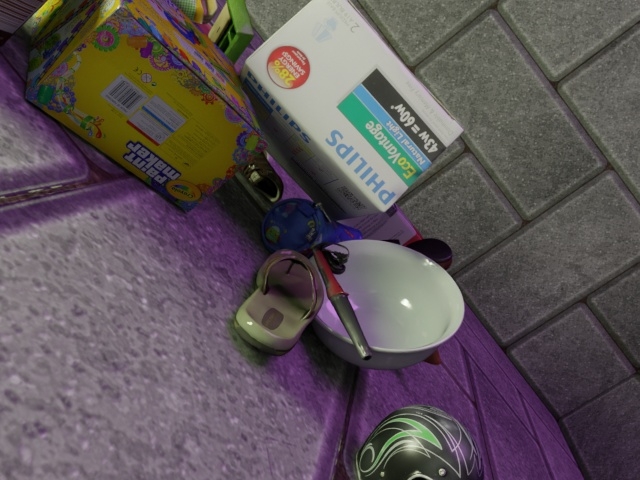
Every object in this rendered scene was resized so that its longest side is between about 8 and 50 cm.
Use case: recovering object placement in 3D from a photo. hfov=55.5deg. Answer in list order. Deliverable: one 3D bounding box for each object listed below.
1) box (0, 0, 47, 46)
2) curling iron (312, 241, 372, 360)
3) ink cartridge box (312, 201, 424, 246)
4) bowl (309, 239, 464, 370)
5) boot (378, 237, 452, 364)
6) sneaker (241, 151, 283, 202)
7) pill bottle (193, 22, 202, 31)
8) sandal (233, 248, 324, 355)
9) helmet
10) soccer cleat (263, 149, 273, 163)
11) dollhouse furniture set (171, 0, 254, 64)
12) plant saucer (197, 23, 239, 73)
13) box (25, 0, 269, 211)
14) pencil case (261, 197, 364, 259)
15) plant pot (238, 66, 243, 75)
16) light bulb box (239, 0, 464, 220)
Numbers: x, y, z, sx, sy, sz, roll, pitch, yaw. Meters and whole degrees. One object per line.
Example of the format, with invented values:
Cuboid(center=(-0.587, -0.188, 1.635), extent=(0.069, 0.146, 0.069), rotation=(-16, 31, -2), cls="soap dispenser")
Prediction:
Cuboid(center=(-0.426, -0.371, 0.703), extent=(0.203, 0.168, 0.167), rotation=(54, 13, 6), cls="box")
Cuboid(center=(0.041, 0.091, 1.029), extent=(0.274, 0.068, 0.035), rotation=(-109, -158, -50), cls="curling iron")
Cuboid(center=(0.121, -0.033, 1.606), extent=(0.273, 0.197, 0.114), rotation=(48, 13, -22), cls="ink cartridge box")
Cuboid(center=(0.102, 0.137, 1.121), extent=(0.298, 0.134, 0.297), rotation=(6, 38, -5), cls="bowl")
Cuboid(center=(0.207, 0.141, 1.309), extent=(0.096, 0.264, 0.280), rotation=(-20, 100, -36), cls="boot")
Cuboid(center=(-0.143, -0.161, 1.333), extent=(0.188, 0.066, 0.071), rotation=(45, 16, -27), cls="sneaker")
Cuboid(center=(-0.314, -0.444, 1.381), extent=(0.186, 0.112, 0.112), rotation=(53, 14, 1), cls="pill bottle")
Cuboid(center=(-0.046, 0.076, 0.940), extent=(0.120, 0.086, 0.303), rotation=(25, 18, -3), cls="sandal")
Cuboid(center=(0.150, 0.323, 0.882), extent=(0.169, 0.162, 0.169), rotation=(49, 14, -17), cls="helmet")
Cuboid(center=(-0.180, -0.268, 1.485), extent=(0.196, 0.068, 0.076), rotation=(53, 16, -12), cls="soccer cleat")
Cuboid(center=(-0.287, -0.510, 1.260), extent=(0.198, 0.151, 0.301), rotation=(-4, 69, -34), cls="dollhouse furniture set")
Cuboid(center=(-0.325, -0.521, 1.601), extent=(0.332, 0.084, 0.332), rotation=(49, 14, -17), cls="plant saucer")
Cuboid(center=(-0.260, -0.249, 0.929), extent=(0.290, 0.177, 0.279), rotation=(40, 18, -42), cls="box")
Cuboid(center=(0.000, 0.000, 1.265), extent=(0.119, 0.133, 0.306), rotation=(53, 11, 26), cls="pencil case")
Cuboid(center=(-0.202, -0.440, 1.777), extent=(0.096, 0.109, 0.109), rotation=(44, 11, 18), cls="plant pot")
Cuboid(center=(0.026, -0.241, 1.206), extent=(0.358, 0.225, 0.361), rotation=(46, -11, -9), cls="light bulb box")
